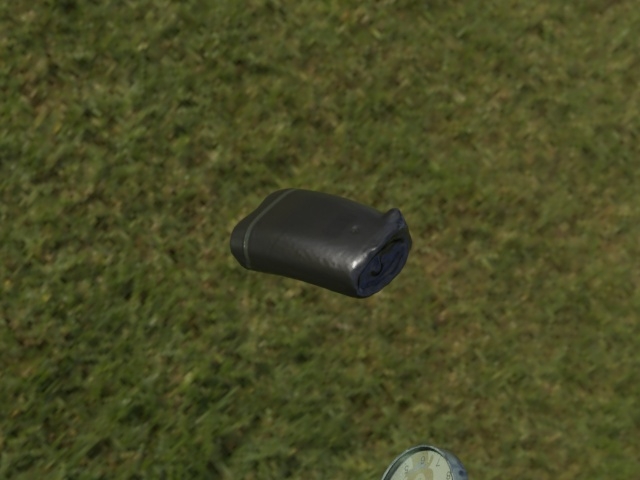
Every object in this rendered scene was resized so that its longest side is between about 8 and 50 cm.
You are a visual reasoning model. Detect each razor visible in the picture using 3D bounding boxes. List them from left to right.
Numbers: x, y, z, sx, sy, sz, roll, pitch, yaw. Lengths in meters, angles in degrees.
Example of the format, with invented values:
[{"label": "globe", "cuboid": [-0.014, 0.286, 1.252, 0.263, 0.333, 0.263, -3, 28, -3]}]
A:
[{"label": "razor", "cuboid": [0.000, 0.000, 1.077, 0.090, 0.148, 0.054, -45, 131, -30]}]

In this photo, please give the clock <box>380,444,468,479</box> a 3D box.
[{"label": "clock", "cuboid": [0.071, 0.187, 0.935, 0.017, 0.085, 0.085, 28, 43, -33]}]
